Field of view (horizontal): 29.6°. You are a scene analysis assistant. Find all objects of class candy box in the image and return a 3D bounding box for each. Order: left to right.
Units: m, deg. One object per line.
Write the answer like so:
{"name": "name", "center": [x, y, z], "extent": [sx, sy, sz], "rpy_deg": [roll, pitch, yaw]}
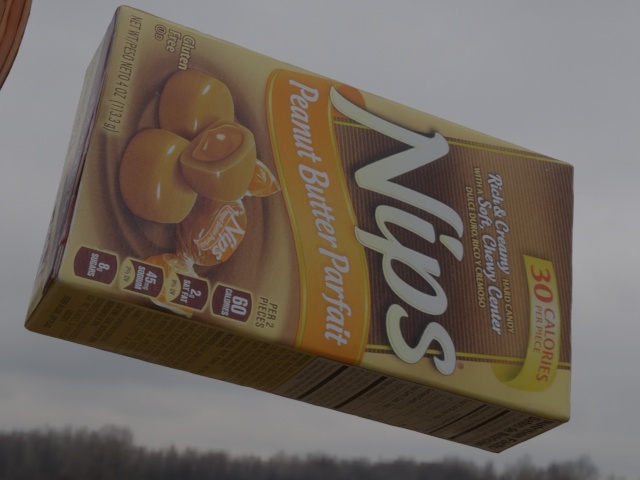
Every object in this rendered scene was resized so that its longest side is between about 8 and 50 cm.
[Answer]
{"name": "candy box", "center": [0.000, 0.000, 0.738], "extent": [0.316, 0.183, 0.087], "rpy_deg": [17, -28, -18]}

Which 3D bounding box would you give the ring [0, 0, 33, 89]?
{"name": "ring", "center": [-0.309, -0.132, 0.624], "extent": [0.336, 0.337, 0.032], "rpy_deg": [4, -16, 4]}
